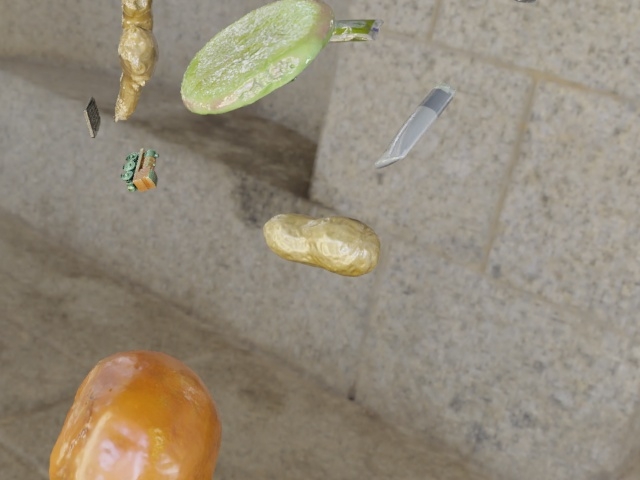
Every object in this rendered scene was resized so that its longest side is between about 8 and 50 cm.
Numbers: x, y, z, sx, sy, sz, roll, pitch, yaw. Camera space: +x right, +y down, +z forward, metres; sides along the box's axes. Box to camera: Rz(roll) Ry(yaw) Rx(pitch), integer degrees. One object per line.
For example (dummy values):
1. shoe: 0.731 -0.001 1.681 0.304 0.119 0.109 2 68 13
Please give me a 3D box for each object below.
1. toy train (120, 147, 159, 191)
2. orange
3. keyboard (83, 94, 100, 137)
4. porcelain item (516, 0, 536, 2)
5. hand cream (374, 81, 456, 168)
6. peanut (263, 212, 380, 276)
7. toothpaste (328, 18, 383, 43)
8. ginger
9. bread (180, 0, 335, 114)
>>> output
1. toy train: -0.341 -0.136 1.832 0.064 0.044 0.103 -15 43 16
2. orange: -0.259 0.296 1.359 0.226 0.284 0.284 18 17 -11
3. keyboard: -0.392 -0.214 1.653 0.010 0.053 0.155 -15 20 -5
4. porcelain item: 0.362 -0.540 1.578 0.138 0.288 0.186 12 14 2
5. hand cream: 0.193 -0.230 1.924 0.079 0.048 0.255 -22 24 53
6. peanut: 0.000 0.000 1.809 0.236 0.110 0.120 13 11 18
7. toothpaste: 0.008 -0.434 2.005 0.247 0.047 0.078 2 43 22
8. ginger: -0.364 -0.354 1.881 0.081 0.334 0.148 -10 65 -21
9. bread: -0.111 -0.319 1.598 0.301 0.045 0.301 -22 35 16
